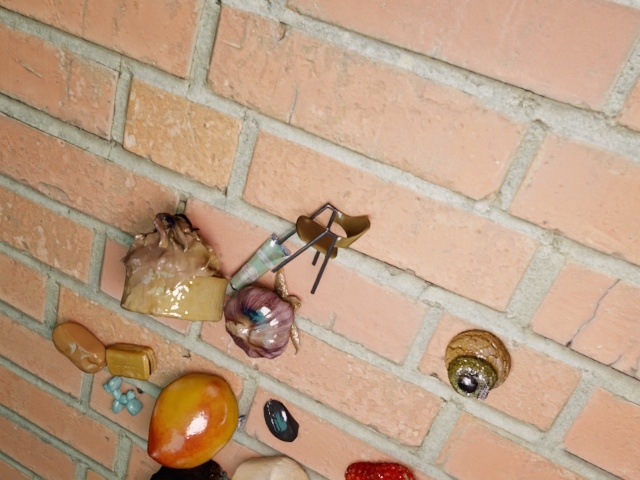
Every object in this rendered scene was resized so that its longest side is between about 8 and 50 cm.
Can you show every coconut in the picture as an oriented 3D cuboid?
[{"bbox_3d":[-0.195,0.893,1.835,0.328,0.329,0.329,7,111,19],"label":"coconut"}]

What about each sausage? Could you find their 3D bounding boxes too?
[{"bbox_3d":[-0.915,0.406,2.036,0.241,0.120,0.136,41,120,3],"label":"sausage"}]

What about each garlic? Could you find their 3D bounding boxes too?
[{"bbox_3d":[-0.194,0.256,1.621,0.245,0.160,0.245,10,112,26],"label":"garlic"}]

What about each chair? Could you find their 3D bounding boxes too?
[{"bbox_3d":[0.000,0.000,1.500,0.172,0.159,0.247,30,116,-15],"label":"chair"}]

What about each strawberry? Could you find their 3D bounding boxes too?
[{"bbox_3d":[0.177,0.799,1.720,0.244,0.205,0.205,10,113,40],"label":"strawberry"}]

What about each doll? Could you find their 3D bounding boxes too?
[{"bbox_3d":[-0.781,0.604,2.090,0.159,0.059,0.159,4,112,22],"label":"doll"}]

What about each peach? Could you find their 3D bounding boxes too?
[{"bbox_3d":[-0.431,0.616,1.816,0.289,0.308,0.289,8,118,15],"label":"peach"}]

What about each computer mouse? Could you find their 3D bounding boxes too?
[{"bbox_3d":[-0.141,0.628,1.843,0.099,0.057,0.172,-26,96,24],"label":"computer mouse"}]

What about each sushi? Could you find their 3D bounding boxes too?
[{"bbox_3d":[-0.518,0.968,1.984,0.281,0.294,0.299,29,115,14],"label":"sushi"}]

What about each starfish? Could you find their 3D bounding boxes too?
[{"bbox_3d":[-0.145,0.225,1.707,0.231,0.048,0.295,-10,99,30],"label":"starfish"}]

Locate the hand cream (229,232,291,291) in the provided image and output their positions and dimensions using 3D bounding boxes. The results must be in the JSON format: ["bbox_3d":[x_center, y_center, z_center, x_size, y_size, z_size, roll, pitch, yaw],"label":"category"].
[{"bbox_3d":[-0.200,0.081,1.674,0.235,0.055,0.086,-40,90,20],"label":"hand cream"}]

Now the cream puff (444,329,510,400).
[{"bbox_3d":[0.423,0.356,1.458,0.183,0.169,0.183,7,109,19],"label":"cream puff"}]

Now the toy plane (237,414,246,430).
[{"bbox_3d":[-0.300,0.646,1.929,0.083,0.031,0.079,-27,84,30],"label":"toy plane"}]

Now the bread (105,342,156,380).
[{"bbox_3d":[-0.706,0.449,1.994,0.200,0.077,0.116,2,111,23],"label":"bread"}]

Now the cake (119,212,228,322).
[{"bbox_3d":[-0.434,0.077,1.646,0.332,0.332,0.321,7,85,19],"label":"cake"}]
